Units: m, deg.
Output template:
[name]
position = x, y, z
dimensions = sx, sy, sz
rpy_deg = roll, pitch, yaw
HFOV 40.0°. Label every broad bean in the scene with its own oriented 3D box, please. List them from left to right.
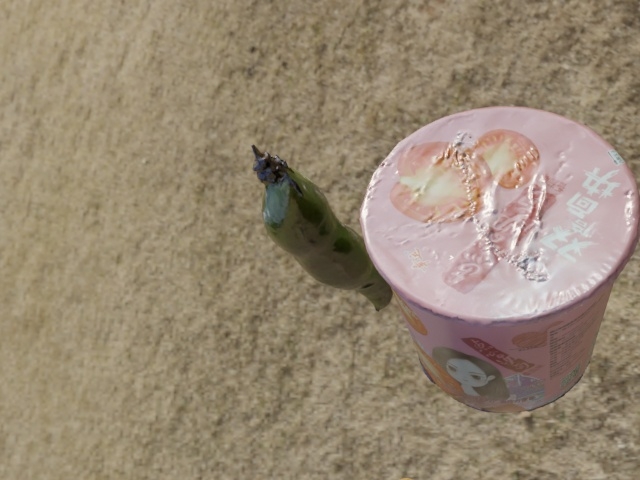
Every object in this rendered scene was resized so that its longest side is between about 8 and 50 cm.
[broad bean]
position = 0.000, 0.000, 0.984
dimensions = 0.077, 0.339, 0.061
rpy_deg = -34, 54, 7

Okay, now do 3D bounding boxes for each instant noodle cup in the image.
[instant noodle cup]
position = 0.175, 0.032, 0.856
dimensions = 0.243, 0.231, 0.242
rpy_deg = -6, 54, 9

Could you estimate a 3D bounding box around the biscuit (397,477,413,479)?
[biscuit]
position = 0.143, 0.358, 0.948
dimensions = 0.236, 0.040, 0.144
rpy_deg = 25, 103, 17
